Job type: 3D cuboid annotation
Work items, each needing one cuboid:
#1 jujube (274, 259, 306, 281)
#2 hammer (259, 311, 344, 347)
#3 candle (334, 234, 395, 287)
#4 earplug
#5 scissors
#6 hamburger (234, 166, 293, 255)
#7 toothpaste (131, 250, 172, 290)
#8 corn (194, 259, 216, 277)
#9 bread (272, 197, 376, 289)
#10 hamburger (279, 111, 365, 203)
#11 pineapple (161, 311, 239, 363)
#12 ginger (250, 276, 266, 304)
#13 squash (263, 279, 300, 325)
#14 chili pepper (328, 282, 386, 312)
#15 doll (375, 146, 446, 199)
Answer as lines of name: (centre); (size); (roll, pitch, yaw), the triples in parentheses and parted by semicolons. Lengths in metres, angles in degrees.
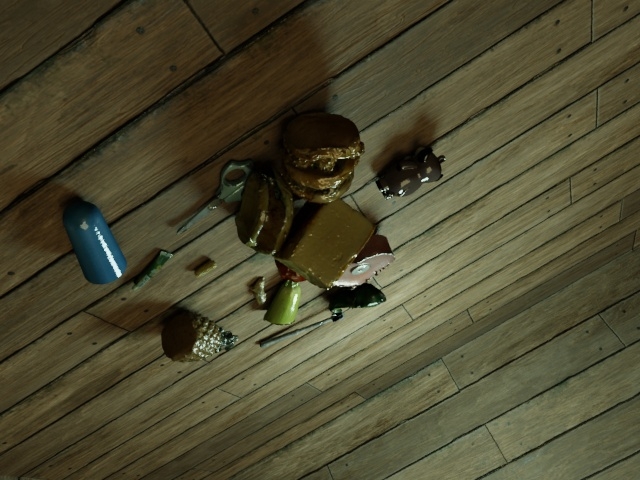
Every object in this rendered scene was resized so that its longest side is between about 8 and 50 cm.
jujube: (-0.048, 0.054, 2.000); (0.250, 0.174, 0.174); (-23, 144, -4)
hammer: (-0.086, 0.426, 2.523); (0.427, 0.044, 0.152); (-22, 172, 4)
candle: (0.144, 0.088, 2.207); (0.317, 0.131, 0.287); (-17, 151, 2)
earplug: (-0.679, -0.003, 1.585); (0.132, 0.132, 0.273); (-16, 139, -14)
scissors: (-0.331, -0.124, 1.721); (0.360, 0.029, 0.191); (-37, 145, 10)
hamburger: (-0.173, -0.075, 1.697); (0.132, 0.211, 0.309); (-3, 142, -30)
toothpaste: (-0.592, 0.108, 1.851); (0.204, 0.031, 0.049); (-43, 143, 19)
corn: (-0.421, 0.104, 1.945); (0.092, 0.037, 0.037); (-34, 144, 7)
bread: (0.000, 0.000, 1.775); (0.207, 0.279, 0.279); (38, 84, -14)
hamburger: (-0.009, -0.251, 1.596); (0.260, 0.245, 0.211); (-56, 161, -32)
pineapple: (-0.469, 0.406, 2.169); (0.202, 0.202, 0.362); (-37, 150, 14)
ginger: (-0.251, 0.207, 2.177); (0.057, 0.044, 0.137); (7, 134, 4)
squash: (-0.130, 0.252, 2.237); (0.137, 0.137, 0.287); (2, 133, -33)
chili pepper: (0.161, 0.257, 2.413); (0.264, 0.116, 0.148); (-12, 174, 19)
doll: (0.330, -0.239, 1.918); (0.257, 0.117, 0.182); (-33, 145, 10)
